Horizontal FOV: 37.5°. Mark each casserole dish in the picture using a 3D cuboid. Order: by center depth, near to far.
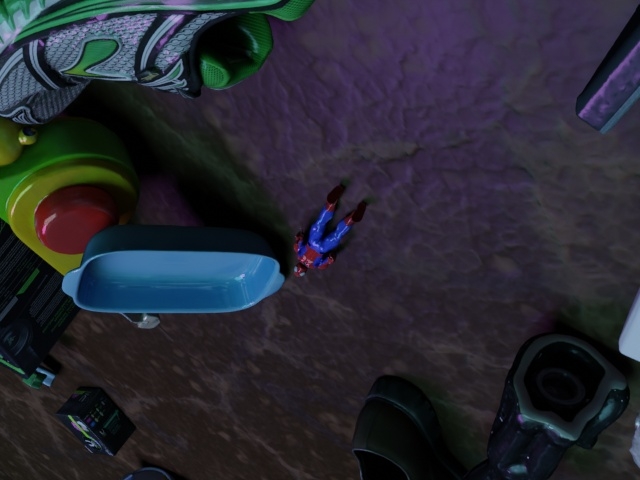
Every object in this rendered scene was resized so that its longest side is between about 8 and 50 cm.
[{"bbox_3d":[-0.124,0.023,0.805,0.188,0.037,0.114,1,150,-21],"label":"casserole dish"}]

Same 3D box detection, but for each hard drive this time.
[{"bbox_3d":[0.165,-0.116,0.404,0.022,0.094,0.135,36,146,4],"label":"hard drive"}]

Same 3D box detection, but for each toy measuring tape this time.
[{"bbox_3d":[-0.194,-0.018,0.856,0.121,0.121,0.330,16,159,28],"label":"toy measuring tape"}]

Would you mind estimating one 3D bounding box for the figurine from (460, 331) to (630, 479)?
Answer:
[{"bbox_3d":[0.215,0.195,0.710,0.215,0.092,0.209,28,140,14],"label":"figurine"}]

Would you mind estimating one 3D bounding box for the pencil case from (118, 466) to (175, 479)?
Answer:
[{"bbox_3d":[-0.221,0.456,1.403,0.124,0.113,0.273,52,166,50],"label":"pencil case"}]

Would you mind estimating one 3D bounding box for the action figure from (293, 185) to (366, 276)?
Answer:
[{"bbox_3d":[0.000,0.000,0.749,0.038,0.030,0.115,32,148,-1],"label":"action figure"}]

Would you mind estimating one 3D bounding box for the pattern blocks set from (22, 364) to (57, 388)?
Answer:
[{"bbox_3d":[-0.497,0.115,1.215,0.325,0.026,0.285,26,170,0],"label":"pattern blocks set"}]

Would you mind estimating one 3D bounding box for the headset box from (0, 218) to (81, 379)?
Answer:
[{"bbox_3d":[-0.402,-0.004,0.981,0.246,0.131,0.283,22,154,21],"label":"headset box"}]

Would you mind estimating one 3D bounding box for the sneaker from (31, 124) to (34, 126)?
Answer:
[{"bbox_3d":[-0.378,-0.154,0.824,0.283,0.124,0.107,39,146,-1],"label":"sneaker"}]

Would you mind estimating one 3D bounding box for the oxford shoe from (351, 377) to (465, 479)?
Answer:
[{"bbox_3d":[0.086,0.240,0.891,0.083,0.096,0.227,-4,130,42],"label":"oxford shoe"}]

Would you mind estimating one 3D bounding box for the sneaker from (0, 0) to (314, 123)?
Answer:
[{"bbox_3d":[-0.125,-0.138,0.608,0.146,0.134,0.343,49,144,-18],"label":"sneaker"}]

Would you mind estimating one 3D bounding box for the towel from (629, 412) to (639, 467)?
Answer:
[{"bbox_3d":[0.243,0.054,0.411,0.187,0.049,0.282,18,141,26],"label":"towel"}]

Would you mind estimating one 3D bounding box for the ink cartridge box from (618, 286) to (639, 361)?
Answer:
[{"bbox_3d":[0.256,-0.004,0.455,0.158,0.092,0.218,24,145,18],"label":"ink cartridge box"}]

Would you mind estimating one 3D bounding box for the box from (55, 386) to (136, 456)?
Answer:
[{"bbox_3d":[-0.308,0.248,1.291,0.062,0.052,0.083,-8,127,46],"label":"box"}]
